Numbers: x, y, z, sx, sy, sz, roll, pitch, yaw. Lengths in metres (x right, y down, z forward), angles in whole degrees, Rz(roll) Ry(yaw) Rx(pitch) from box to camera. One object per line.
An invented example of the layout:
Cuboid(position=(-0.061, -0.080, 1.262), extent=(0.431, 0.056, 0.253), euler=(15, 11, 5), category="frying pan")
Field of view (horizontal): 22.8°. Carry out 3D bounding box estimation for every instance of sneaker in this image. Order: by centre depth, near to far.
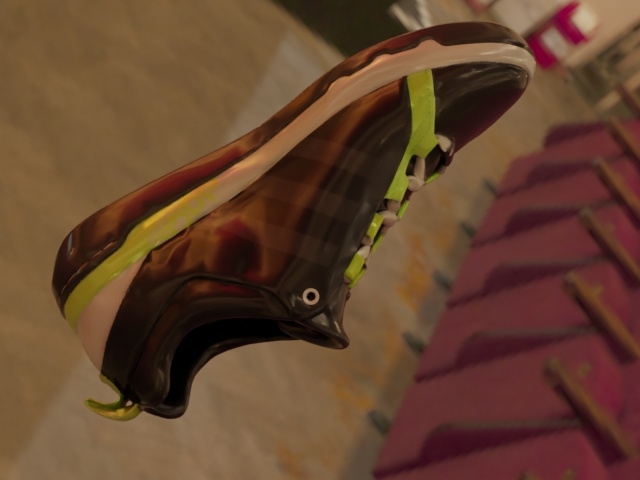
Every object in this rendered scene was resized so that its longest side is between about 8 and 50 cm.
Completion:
Cuboid(position=(0.000, 0.000, 0.672), extent=(0.097, 0.234, 0.084), euler=(59, 1, 20), category="sneaker")
